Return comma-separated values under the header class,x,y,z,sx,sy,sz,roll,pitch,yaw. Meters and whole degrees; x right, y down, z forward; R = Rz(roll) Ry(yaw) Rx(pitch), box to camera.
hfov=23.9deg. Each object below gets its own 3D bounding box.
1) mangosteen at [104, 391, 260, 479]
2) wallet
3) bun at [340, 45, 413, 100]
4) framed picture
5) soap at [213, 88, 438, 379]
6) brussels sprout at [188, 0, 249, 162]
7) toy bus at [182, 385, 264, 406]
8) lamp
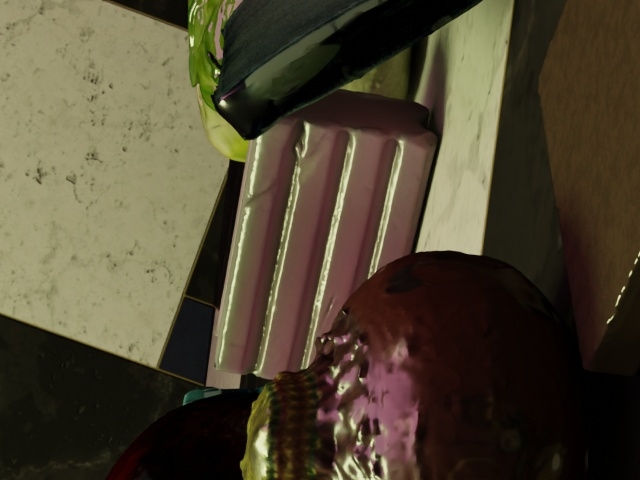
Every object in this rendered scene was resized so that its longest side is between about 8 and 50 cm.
class,x,y,z,sx,sy,sz,roll,pitch,yaw
mangosteen,-0.026,0.170,0.808,0.210,0.210,0.209,-173,90,-82
wallet,0.012,-0.166,0.998,0.046,0.191,0.379,54,-174,-17
bun,0.032,-0.127,1.109,0.115,0.069,0.115,-48,29,38
framed picture,0.118,-0.053,0.577,0.168,0.023,0.128,-90,10,-45
soap,0.000,0.000,1.031,0.065,0.122,0.203,-95,16,-63
brussels sprout,-0.031,-0.170,1.324,0.223,0.161,0.223,168,90,-69
toy bus,-0.064,0.237,1.182,0.128,0.147,0.256,-96,15,-54
lamp,0.038,0.081,0.623,0.156,0.135,0.157,-162,81,-82
